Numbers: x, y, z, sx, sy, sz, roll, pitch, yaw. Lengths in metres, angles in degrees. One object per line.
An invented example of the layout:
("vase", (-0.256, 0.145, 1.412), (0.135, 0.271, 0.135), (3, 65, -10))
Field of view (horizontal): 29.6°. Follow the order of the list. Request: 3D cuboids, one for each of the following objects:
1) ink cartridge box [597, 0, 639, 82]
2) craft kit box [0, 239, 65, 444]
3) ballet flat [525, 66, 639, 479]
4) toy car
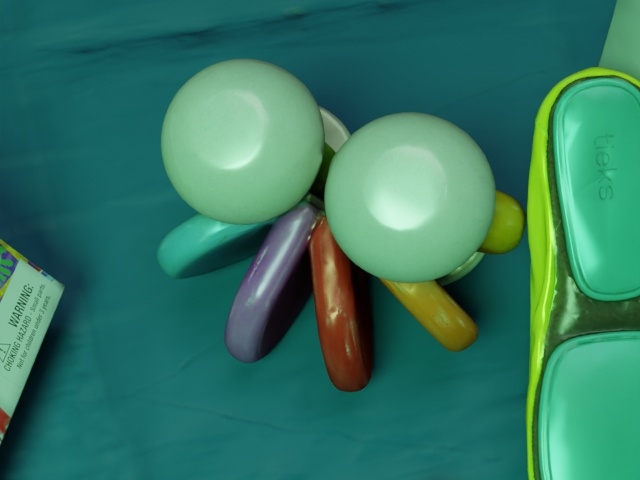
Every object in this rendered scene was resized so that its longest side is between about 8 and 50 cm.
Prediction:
("ink cartridge box", (0.291, -0.042, 0.582), (0.270, 0.197, 0.198), (-7, 51, -8))
("craft kit box", (-0.243, 0.052, 0.471), (0.246, 0.061, 0.250), (39, 44, -28))
("ballet flat", (0.131, 0.036, 0.568), (0.077, 0.077, 0.231), (-1, 88, 1))
("toy car", (0.000, 0.000, 0.588), (0.182, 0.159, 0.136), (19, 90, 10))
